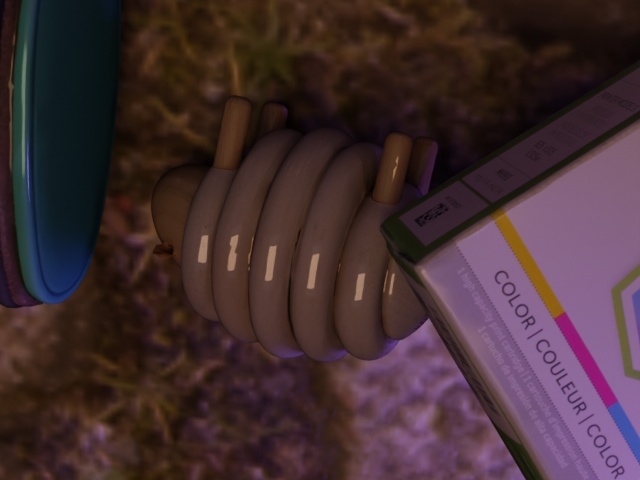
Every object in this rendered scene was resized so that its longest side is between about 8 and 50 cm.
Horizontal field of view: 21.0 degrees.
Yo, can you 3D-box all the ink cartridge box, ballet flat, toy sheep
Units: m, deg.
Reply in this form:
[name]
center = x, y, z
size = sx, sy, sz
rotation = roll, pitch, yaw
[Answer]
[ink cartridge box]
center = 0.136, -0.010, 0.551
size = 0.209, 0.062, 0.109
rotation = -32, 106, -2
[ballet flat]
center = -0.107, -0.119, 0.568
size = 0.096, 0.095, 0.281
rotation = 14, 106, 13
[toy sheep]
center = 0.000, 0.000, 0.603
size = 0.132, 0.091, 0.091
rotation = 14, 117, 22
